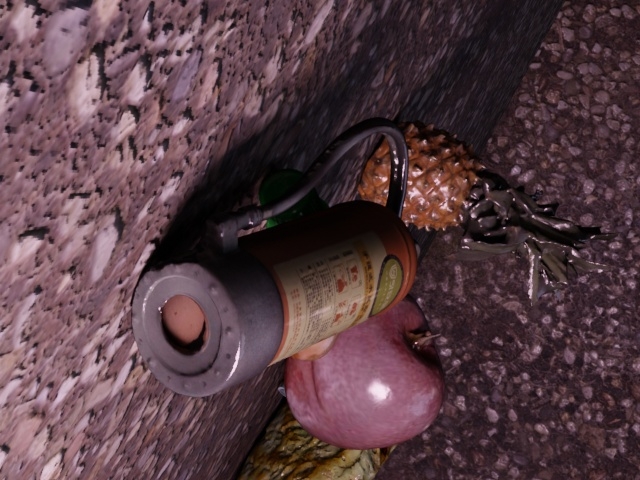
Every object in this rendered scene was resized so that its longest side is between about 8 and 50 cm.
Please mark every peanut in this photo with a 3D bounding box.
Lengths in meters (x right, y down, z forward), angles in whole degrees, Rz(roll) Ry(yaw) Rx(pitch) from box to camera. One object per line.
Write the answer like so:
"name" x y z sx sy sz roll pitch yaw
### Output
"peanut" 0.000 0.107 1.674 0.152 0.076 0.076 -62 171 -13

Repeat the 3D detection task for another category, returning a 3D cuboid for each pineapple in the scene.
"pineapple" 0.231 -0.035 1.594 0.165 0.364 0.165 -53 164 -23

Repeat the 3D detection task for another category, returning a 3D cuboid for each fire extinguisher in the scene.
"fire extinguisher" 0.007 0.008 1.013 0.376 0.113 0.200 -17 140 -57

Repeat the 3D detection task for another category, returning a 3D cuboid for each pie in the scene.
"pie" -0.024 0.381 2.013 0.395 0.180 0.418 -34 -169 48

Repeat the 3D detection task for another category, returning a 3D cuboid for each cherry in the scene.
"cherry" 0.062 0.201 1.790 0.221 0.261 0.307 10 144 -43

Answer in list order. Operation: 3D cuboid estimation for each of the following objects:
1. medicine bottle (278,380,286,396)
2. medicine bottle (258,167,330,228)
"medicine bottle" 0.000 0.181 1.972 0.208 0.054 0.090 -55 171 -24
"medicine bottle" -0.017 -0.004 1.226 0.111 0.076 0.309 -30 161 -2
